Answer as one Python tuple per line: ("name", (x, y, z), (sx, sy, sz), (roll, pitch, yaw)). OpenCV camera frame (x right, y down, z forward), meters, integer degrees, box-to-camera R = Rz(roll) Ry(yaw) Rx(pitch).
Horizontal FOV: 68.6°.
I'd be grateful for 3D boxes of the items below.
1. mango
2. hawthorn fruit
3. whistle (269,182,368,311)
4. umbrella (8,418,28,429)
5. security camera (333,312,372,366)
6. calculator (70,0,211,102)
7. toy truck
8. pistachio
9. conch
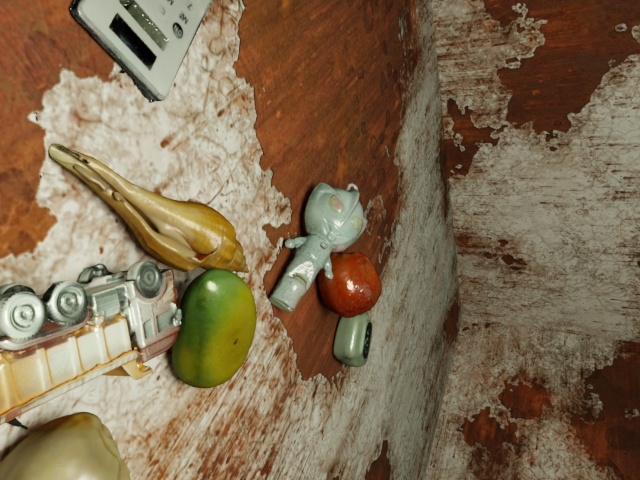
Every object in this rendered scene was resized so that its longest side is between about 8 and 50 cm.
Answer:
("mango", (-0.153, 0.131, 0.707), (0.137, 0.091, 0.238), (-28, 146, -50))
("hawthorn fruit", (0.061, 0.043, 1.140), (0.165, 0.165, 0.286), (-16, 98, -62))
("whistle", (0.000, 0.001, 1.028), (0.346, 0.133, 0.142), (-58, 132, -26))
("umbrella", (-0.345, 0.162, 0.472), (0.022, 0.022, 0.149), (-34, 137, -5))
("security camera", (0.107, 0.200, 1.318), (0.157, 0.080, 0.302), (39, 56, -58))
("calculator", (-0.224, -0.337, 0.641), (0.161, 0.021, 0.262), (48, 51, -55))
("toy truck", (-0.267, 0.104, 0.496), (0.270, 0.114, 0.136), (-21, 105, -66))
("pistachio", (-0.285, 0.291, 0.491), (0.144, 0.143, 0.215), (48, 58, -55))
("conch", (-0.216, -0.021, 0.643), (0.330, 0.093, 0.110), (32, 56, -39))
